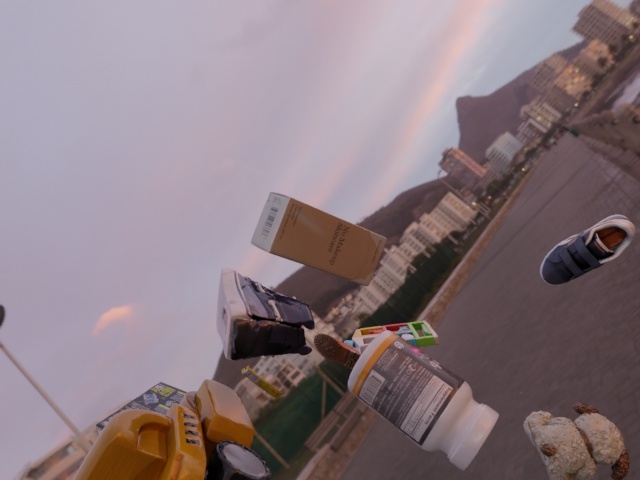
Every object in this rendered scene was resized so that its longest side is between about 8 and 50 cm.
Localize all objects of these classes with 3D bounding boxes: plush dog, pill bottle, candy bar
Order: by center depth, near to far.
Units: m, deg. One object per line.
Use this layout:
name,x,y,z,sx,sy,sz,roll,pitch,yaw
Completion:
pill bottle,0.207,0.324,1.009,0.162,0.278,0.162,-44,-27,-29
plush dog,0.733,0.574,1.391,0.225,0.262,0.210,-23,-39,6
candy bar,-0.187,0.460,1.582,0.040,0.161,0.018,-42,16,25

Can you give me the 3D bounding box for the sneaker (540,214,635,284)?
sneaker,0.851,0.037,1.581,0.321,0.126,0.127,-45,-7,24

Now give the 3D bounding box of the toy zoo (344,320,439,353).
toy zoo,0.224,0.320,1.618,0.293,0.030,0.192,-7,5,2

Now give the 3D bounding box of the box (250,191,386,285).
box,0.000,0.000,1.245,0.121,0.311,0.148,21,91,58

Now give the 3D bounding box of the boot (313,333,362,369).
boot,0.053,0.312,1.389,0.059,0.158,0.084,-61,-7,2

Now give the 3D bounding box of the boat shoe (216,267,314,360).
boat shoe,-0.118,0.143,0.978,0.340,0.158,0.127,-136,53,-69

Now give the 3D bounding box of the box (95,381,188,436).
box,-0.418,0.486,1.293,0.216,0.270,0.060,-30,-62,-50

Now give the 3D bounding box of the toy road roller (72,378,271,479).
toy road roller,-0.245,0.346,0.770,0.202,0.241,0.329,-59,21,-2
